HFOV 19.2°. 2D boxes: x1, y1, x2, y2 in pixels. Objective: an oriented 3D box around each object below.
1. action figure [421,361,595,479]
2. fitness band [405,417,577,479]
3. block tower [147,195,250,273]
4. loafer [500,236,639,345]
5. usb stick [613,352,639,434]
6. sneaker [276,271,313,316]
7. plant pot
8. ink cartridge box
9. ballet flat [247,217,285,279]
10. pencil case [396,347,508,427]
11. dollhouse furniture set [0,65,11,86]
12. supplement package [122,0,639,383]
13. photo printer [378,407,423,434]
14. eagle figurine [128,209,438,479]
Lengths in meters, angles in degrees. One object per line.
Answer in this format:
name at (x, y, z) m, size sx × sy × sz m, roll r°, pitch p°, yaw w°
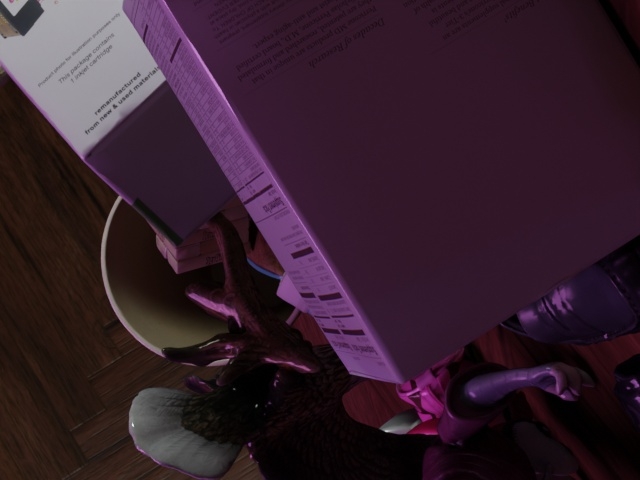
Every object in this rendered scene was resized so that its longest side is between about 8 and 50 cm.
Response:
action figure at (0.120, 0.239, 1.518) m, size 0.370 × 0.276 × 0.248 m, roll -59°, pitch -51°, yaw -68°
fitness band at (0.174, 0.285, 1.772) m, size 0.291 × 0.054 × 0.209 m, roll 29°, pitch 136°, yaw 32°
block tower at (-0.138, -0.131, 1.976) m, size 0.091 × 0.097 × 0.335 m, roll 49°, pitch 147°, yaw 47°
loafer at (0.164, 0.036, 1.201) m, size 0.076 × 0.078 × 0.223 m, roll 58°, pitch 172°, yaw -2°
usb stick at (0.278, 0.199, 1.249) m, size 0.278 × 0.045 × 0.077 m, roll 59°, pitch 179°, yaw -5°
sneaker at (0.067, 0.004, 1.630) m, size 0.150 × 0.135 × 0.366 m, roll 29°, pitch 166°, yaw -1°
plant pot at (-0.105, 0.023, 2.330) m, size 0.256 × 0.256 × 0.274 m, roll 57°, pitch -171°, yaw 8°
ink cartridge box at (-0.187, -0.153, 1.518) m, size 0.278 × 0.117 × 0.201 m, roll 48°, pitch 179°, yaw 26°
ballet flat at (0.000, 0.000, 2.008) m, size 0.342 × 0.116 × 0.124 m, roll -136°, pitch 37°, yaw -60°
pencil case at (0.153, 0.202, 1.848) m, size 0.209 × 0.095 × 0.098 m, roll 57°, pitch -153°, yaw -7°
dollhouse furniture set at (-0.355, -0.304, 1.723) m, size 0.256 × 0.394 × 0.362 m, roll 19°, pitch 145°, yaw 46°
supplement package at (0.042, -0.083, 1.057) m, size 0.262 × 0.199 × 0.198 m, roll 58°, pitch 172°, yaw -2°
photo printer at (0.142, 0.303, 2.051) m, size 0.256 × 0.107 × 0.307 m, roll 58°, pitch -173°, yaw 5°
eagle figurine at (-0.010, 0.140, 1.608) m, size 0.298 × 0.225 × 0.226 m, roll 65°, pitch -147°, yaw -56°
